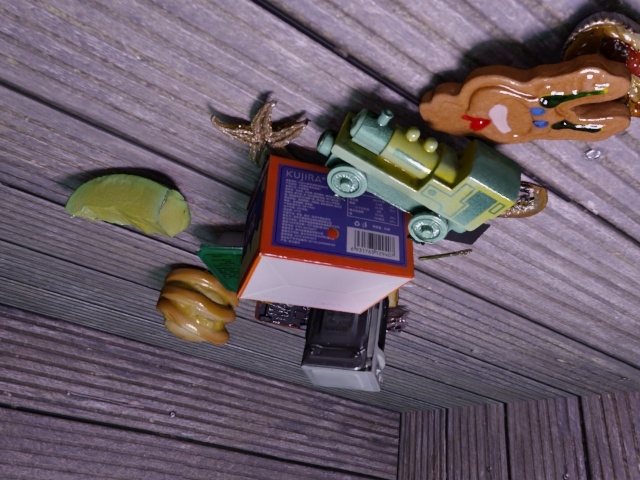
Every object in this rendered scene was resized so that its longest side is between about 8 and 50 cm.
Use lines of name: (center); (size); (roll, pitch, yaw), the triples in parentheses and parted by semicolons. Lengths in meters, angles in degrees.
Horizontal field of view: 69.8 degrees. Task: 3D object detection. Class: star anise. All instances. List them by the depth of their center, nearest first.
star anise: (0.185, 0.304, 1.774); (0.332, 0.117, 0.331); (3, 147, 2)

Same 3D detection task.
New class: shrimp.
shrimp: (0.444, -0.091, 1.083); (0.178, 0.034, 0.124); (1, 147, 12)

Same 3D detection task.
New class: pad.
pad: (0.346, -0.031, 1.245); (0.193, 0.004, 0.116); (11, 151, -4)

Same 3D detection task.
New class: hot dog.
hot dog: (0.485, -0.270, 0.717); (0.253, 0.069, 0.131); (21, 150, -18)

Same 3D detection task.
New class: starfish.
starfish: (-0.122, -0.223, 0.995); (0.240, 0.043, 0.227); (17, 148, -26)

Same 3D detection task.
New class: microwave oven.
microwave oven: (0.079, 0.267, 1.355); (0.238, 0.295, 0.181); (1, 145, 16)

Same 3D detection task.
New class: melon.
melon: (-0.533, -0.102, 1.253); (0.323, 0.124, 0.196); (11, 150, 9)

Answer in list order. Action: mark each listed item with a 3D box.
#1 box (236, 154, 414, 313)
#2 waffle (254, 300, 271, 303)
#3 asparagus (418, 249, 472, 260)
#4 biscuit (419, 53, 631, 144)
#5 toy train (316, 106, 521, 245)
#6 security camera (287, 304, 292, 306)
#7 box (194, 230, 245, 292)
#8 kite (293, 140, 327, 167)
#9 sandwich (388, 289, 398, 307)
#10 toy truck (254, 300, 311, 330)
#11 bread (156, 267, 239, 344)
box: (0.000, 0.000, 1.111); (0.349, 0.256, 0.318); (9, 156, -14)
waffle: (-0.227, 0.174, 1.705); (0.193, 0.070, 0.197); (-13, 144, 35)
asparagus: (0.370, 0.045, 1.366); (0.166, 0.013, 0.016); (-10, 156, 32)
biscuit: (0.335, -0.223, 0.785); (0.334, 0.047, 0.202); (8, 163, 32)
toy train: (0.175, -0.142, 0.914); (0.369, 0.150, 0.237); (28, 145, -9)
security camera: (-0.096, 0.213, 1.771); (0.058, 0.058, 0.092); (28, 134, -30)
box: (-0.221, 0.069, 1.482); (0.264, 0.106, 0.336); (3, 151, 12)
kite: (-0.021, -0.176, 1.090); (0.244, 0.006, 0.198); (13, 151, -7)
sandwich: (0.113, 0.105, 1.462); (0.301, 0.099, 0.271); (9, 146, 7)
toy truck: (-0.145, 0.300, 1.866); (0.253, 0.107, 0.114); (15, 159, -15)
bread: (-0.444, 0.244, 1.714); (0.211, 0.270, 0.316); (-32, 127, 30)
